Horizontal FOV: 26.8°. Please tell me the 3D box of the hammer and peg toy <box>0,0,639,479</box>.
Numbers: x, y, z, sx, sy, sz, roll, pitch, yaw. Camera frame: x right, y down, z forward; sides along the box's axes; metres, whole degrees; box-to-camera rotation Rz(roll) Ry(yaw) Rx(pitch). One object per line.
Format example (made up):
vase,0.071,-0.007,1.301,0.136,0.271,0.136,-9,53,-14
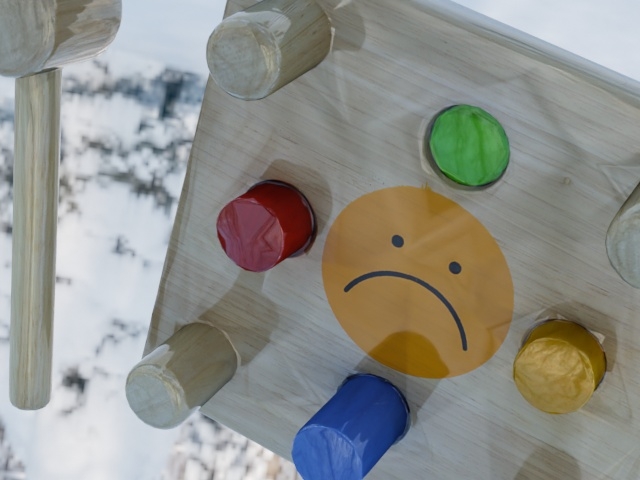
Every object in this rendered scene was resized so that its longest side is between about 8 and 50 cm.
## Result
hammer and peg toy,0.000,0.000,0.638,0.361,0.266,0.127,26,-149,16
